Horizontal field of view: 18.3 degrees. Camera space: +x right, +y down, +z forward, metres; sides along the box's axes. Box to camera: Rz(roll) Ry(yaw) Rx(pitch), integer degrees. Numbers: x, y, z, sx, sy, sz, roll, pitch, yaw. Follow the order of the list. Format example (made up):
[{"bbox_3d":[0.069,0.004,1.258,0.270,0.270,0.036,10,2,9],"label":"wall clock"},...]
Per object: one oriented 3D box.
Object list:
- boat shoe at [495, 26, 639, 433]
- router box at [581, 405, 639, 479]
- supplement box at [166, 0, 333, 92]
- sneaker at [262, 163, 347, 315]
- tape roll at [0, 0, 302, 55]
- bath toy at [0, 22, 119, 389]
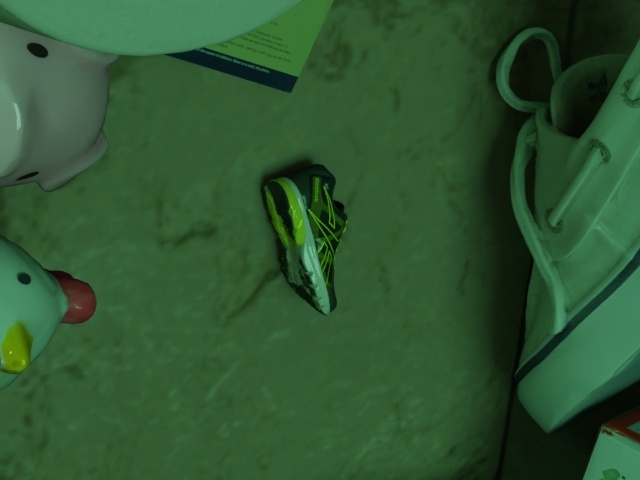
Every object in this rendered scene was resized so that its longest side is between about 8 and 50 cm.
[{"bbox_3d":[0.155,-0.044,0.986,0.136,0.156,0.367,-29,160,-28],"label":"boat shoe"},{"bbox_3d":[0.220,0.238,1.185,0.301,0.082,0.335,-13,125,-53],"label":"router box"},{"bbox_3d":[-0.039,-0.118,0.834,0.083,0.056,0.083,13,108,-42],"label":"supplement box"},{"bbox_3d":[0.000,0.000,0.956,0.035,0.031,0.083,-31,132,-20],"label":"sneaker"},{"bbox_3d":[-0.032,-0.244,0.548,0.392,0.072,0.392,-43,144,-44],"label":"tape roll"},{"bbox_3d":[-0.127,-0.080,0.720,0.129,0.151,0.348,0,119,-21],"label":"bath toy"}]
